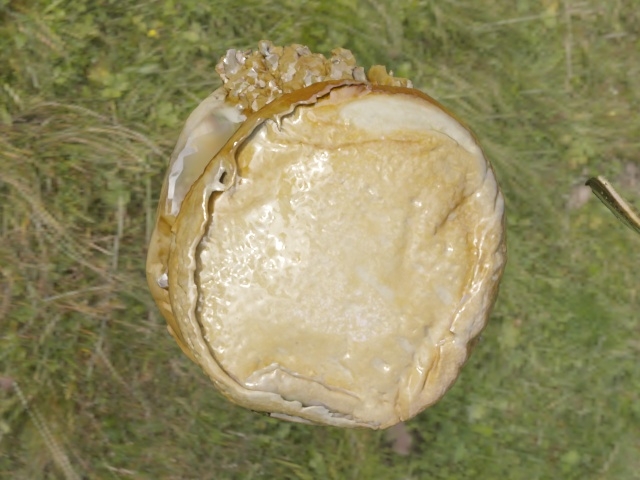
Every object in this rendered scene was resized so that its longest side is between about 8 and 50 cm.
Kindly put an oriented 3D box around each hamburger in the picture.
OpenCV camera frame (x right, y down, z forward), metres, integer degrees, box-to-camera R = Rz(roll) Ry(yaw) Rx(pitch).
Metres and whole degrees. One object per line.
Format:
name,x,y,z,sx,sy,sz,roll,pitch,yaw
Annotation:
hamburger,0.000,0.000,0.764,0.243,0.146,0.286,-30,102,-19

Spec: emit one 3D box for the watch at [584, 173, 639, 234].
watch,0.252,-0.063,0.675,0.102,0.268,0.165,33,97,-8
